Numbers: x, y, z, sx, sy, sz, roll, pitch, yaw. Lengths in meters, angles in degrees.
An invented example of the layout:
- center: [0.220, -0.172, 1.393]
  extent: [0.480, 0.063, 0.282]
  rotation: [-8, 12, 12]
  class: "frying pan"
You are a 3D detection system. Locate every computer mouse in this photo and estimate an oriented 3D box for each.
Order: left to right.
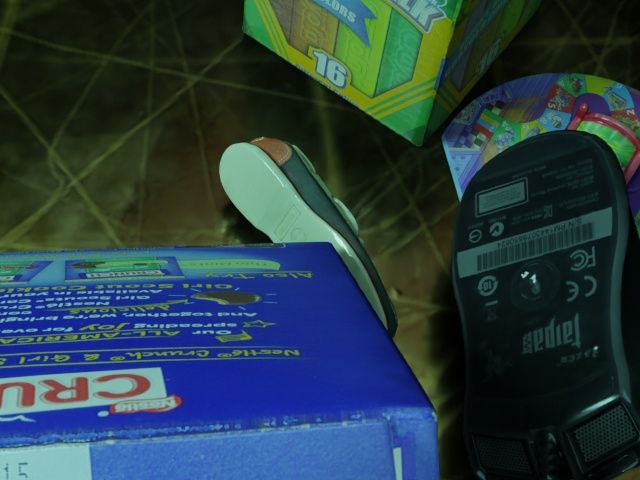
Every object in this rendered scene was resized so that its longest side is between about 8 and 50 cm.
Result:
- center: [0.086, 0.081, 0.658]
  extent: [0.184, 0.060, 0.262]
  rotation: [-23, 51, 28]
  class: "computer mouse"

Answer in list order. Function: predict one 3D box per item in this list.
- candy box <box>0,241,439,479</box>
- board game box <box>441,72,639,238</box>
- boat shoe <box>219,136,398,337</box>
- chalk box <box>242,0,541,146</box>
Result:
- center: [-0.110, 0.083, 0.522]
  extent: [0.268, 0.317, 0.122]
  rotation: [-2, 98, -4]
  class: "candy box"
- center: [0.145, -0.028, 0.745]
  extent: [0.133, 0.033, 0.168]
  rotation: [-10, 66, -8]
  class: "board game box"
- center: [0.000, 0.000, 0.719]
  extent: [0.043, 0.049, 0.137]
  rotation: [-12, 58, -52]
  class: "boat shoe"
- center: [0.049, -0.174, 0.708]
  extent: [0.132, 0.213, 0.132]
  rotation: [35, 68, 13]
  class: "chalk box"
